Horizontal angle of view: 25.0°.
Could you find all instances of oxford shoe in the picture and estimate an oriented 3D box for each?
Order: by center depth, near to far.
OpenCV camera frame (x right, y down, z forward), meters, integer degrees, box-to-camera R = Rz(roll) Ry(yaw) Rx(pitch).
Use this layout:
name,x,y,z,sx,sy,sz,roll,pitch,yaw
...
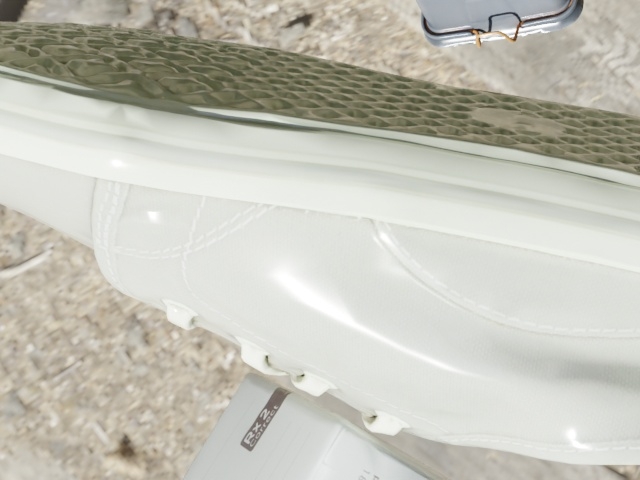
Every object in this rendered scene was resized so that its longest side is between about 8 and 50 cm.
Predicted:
name,x,y,z,sx,sy,sz,roll,pitch,yaw
oxford shoe,0.000,0.000,0.544,0.450,0.169,0.130,13,109,8

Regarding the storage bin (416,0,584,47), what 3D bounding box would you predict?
name,x,y,z,sx,sy,sz,roll,pitch,yaw
storage bin,0.128,-0.210,1.131,0.135,0.091,0.098,-5,67,26

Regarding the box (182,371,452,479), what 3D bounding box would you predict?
name,x,y,z,sx,sy,sz,roll,pitch,yaw
box,0.012,0.182,0.618,0.182,0.119,0.181,33,82,-20
